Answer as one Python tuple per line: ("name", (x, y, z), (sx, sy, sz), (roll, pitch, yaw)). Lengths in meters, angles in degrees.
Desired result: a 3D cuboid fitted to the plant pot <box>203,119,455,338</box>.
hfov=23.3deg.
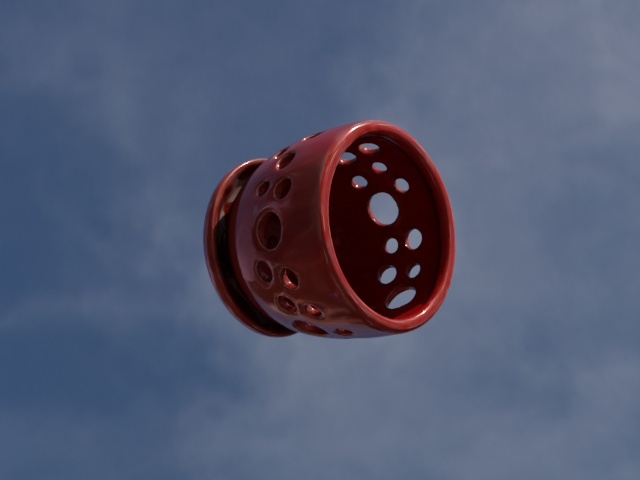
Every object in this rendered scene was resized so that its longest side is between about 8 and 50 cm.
("plant pot", (0.000, 0.000, 1.405), (0.174, 0.191, 0.191), (-12, -61, 39))
